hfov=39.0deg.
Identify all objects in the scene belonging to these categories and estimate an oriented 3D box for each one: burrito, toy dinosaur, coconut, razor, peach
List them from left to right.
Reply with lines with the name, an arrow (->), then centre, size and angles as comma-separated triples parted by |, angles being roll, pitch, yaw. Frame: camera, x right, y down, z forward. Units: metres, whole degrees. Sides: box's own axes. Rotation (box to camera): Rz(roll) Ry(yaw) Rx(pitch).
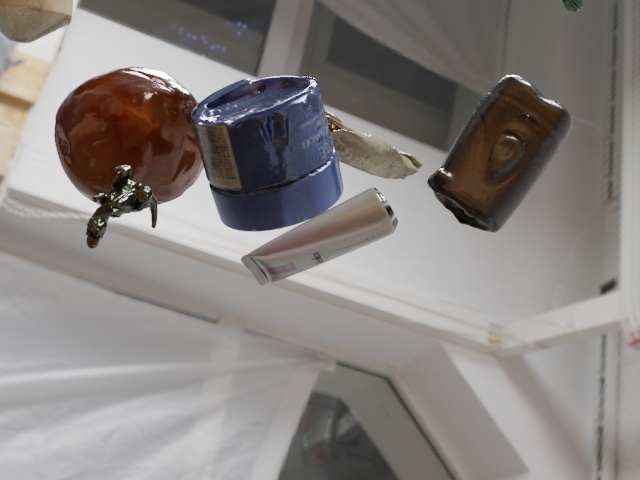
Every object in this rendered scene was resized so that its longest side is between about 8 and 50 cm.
coconut -> -0.688, -0.582, 2.096 | 0.239, 0.239, 0.244 | -135, -130, -73
toy dinosaur -> -0.370, -0.051, 1.634 | 0.187, 0.087, 0.179 | -37, 173, -33
peach -> -0.402, -0.230, 1.998 | 0.302, 0.343, 0.342 | -31, -144, 29
burrito -> 0.089, -0.218, 2.128 | 0.117, 0.392, 0.076 | -22, -120, 41
razor -> 0.392, -0.189, 1.971 | 0.349, 0.204, 0.113 | -53, -176, -11

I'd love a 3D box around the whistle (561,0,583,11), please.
whistle -> 0.459, -0.533, 1.782 | 0.039, 0.186, 0.039 | -33, -177, 2

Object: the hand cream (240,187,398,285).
hand cream -> 0.000, 0.000, 2.088 | 0.118, 0.359, 0.185 | 64, 2, 24

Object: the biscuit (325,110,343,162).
biscuit -> -0.010, -0.211, 2.260 | 0.029, 0.119, 0.247 | -63, 164, -57

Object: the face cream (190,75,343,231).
face cream -> -0.099, -0.168, 1.677 | 0.249, 0.249, 0.225 | -104, 178, -63
